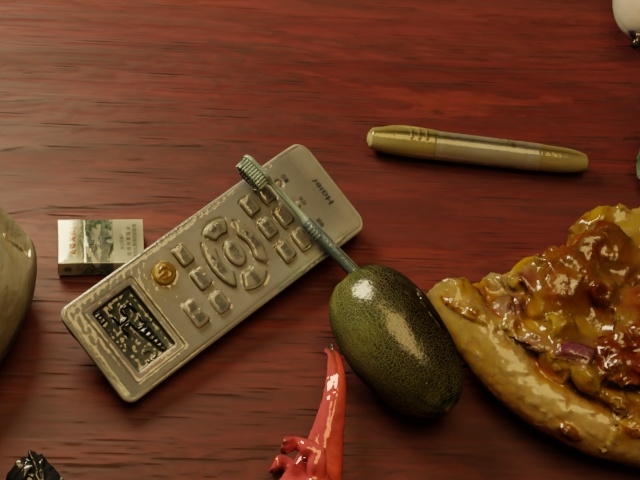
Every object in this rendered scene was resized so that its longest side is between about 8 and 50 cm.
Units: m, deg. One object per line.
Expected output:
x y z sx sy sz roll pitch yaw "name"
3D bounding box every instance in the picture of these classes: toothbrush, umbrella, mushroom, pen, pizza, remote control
0.000 0.000 1.666 0.219 0.016 0.019 45 62 -5 "toothbrush"
-0.196 0.255 1.493 0.188 0.046 0.050 38 51 13 "umbrella"
-0.322 0.064 1.579 0.108 0.096 0.247 12 55 -4 "mushroom"
0.163 -0.095 1.801 0.233 0.032 0.040 6 31 -5 "pen"
0.308 0.089 1.646 0.409 0.114 0.278 23 60 6 "pizza"
-0.101 0.029 1.661 0.313 0.055 0.109 -37 88 -25 "remote control"

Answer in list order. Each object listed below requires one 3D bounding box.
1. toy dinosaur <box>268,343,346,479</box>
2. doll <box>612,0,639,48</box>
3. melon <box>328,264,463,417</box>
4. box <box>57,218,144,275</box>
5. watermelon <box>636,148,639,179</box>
0.018 0.226 1.540 0.139 0.070 0.286 27 52 -1 "toy dinosaur"
0.443 -0.301 1.933 0.271 0.144 0.208 2 75 -2 "doll"
0.072 0.096 1.609 0.099 0.099 0.162 -27 70 -24 "melon"
-0.213 0.006 1.679 0.083 0.024 0.054 -1 56 -8 "box"
0.475 -0.082 1.762 0.264 0.151 0.302 1 56 -14 "watermelon"
